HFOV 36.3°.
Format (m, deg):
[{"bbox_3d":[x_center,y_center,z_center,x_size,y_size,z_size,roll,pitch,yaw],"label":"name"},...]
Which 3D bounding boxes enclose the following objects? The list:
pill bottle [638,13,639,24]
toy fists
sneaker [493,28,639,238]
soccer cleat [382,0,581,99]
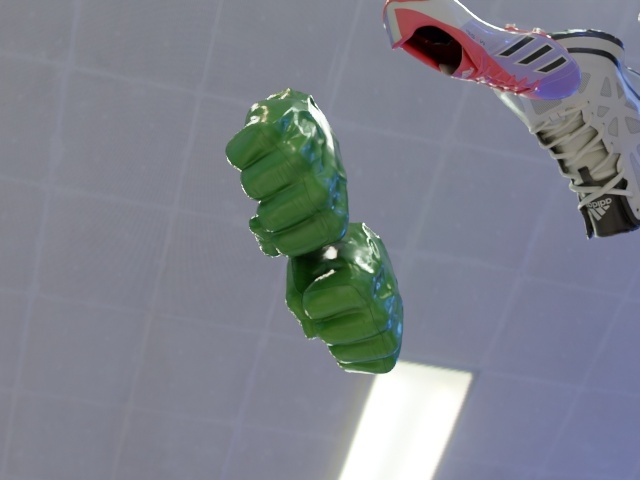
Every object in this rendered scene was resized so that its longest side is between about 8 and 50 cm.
[{"bbox_3d":[0.539,-0.273,1.433,0.108,0.108,0.180,-33,-54,14],"label":"pill bottle"},{"bbox_3d":[0.000,0.000,0.896,0.096,0.142,0.279,-21,-66,7],"label":"toy fists"},{"bbox_3d":[0.407,-0.142,1.447,0.169,0.257,0.448,-18,-17,36],"label":"sneaker"},{"bbox_3d":[0.172,-0.192,1.030,0.248,0.095,0.083,23,-37,-23],"label":"soccer cleat"}]
